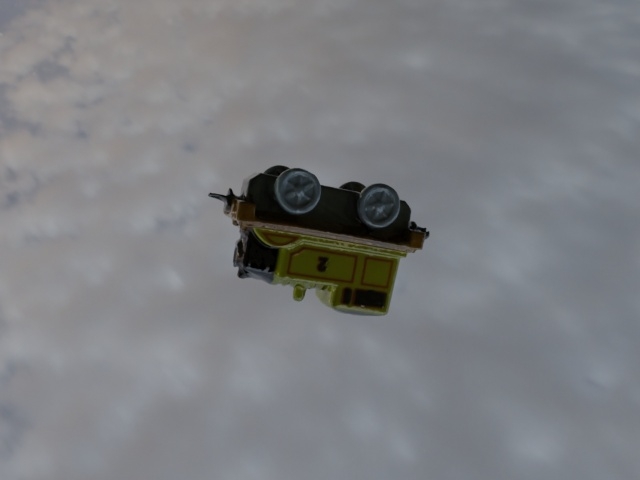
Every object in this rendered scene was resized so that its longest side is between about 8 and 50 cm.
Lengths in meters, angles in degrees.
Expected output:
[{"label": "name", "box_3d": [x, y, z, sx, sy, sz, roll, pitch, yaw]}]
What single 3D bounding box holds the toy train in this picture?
[{"label": "toy train", "box_3d": [0.000, 0.000, 0.542, 0.219, 0.127, 0.089, 9, -176, -18]}]
